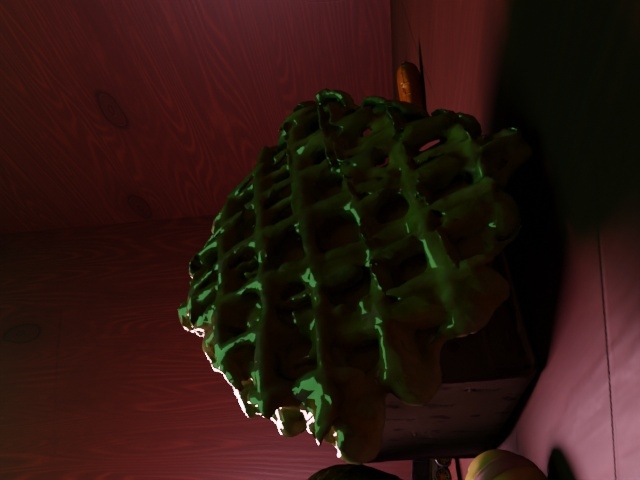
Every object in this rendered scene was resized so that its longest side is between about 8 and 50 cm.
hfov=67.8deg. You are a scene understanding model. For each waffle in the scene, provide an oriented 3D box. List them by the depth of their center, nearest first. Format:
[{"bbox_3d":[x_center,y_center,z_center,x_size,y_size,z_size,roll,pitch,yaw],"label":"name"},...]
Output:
[{"bbox_3d":[0.000,0.000,0.396,0.073,0.317,0.298,36,-99,-40],"label":"waffle"}]

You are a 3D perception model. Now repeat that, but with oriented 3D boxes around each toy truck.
[{"bbox_3d":[0.222,0.439,0.979,0.192,0.092,0.083,-75,-21,-46],"label":"toy truck"}]

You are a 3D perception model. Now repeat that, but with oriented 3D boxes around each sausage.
[{"bbox_3d":[0.198,-0.308,1.031,0.062,0.054,0.184,12,-111,-49],"label":"sausage"}]

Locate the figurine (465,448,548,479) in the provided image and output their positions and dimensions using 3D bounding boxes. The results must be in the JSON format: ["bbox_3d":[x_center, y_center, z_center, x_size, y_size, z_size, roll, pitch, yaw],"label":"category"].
[{"bbox_3d":[0.149,0.235,0.384,0.083,0.082,0.188,-85,-6,-51],"label":"figurine"}]

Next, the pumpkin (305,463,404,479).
[{"bbox_3d":[0.068,0.369,0.552,0.238,0.237,0.159,78,-151,-45],"label":"pumpkin"}]

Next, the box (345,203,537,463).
[{"bbox_3d":[0.099,0.108,0.545,0.297,0.190,0.225,74,-168,-53],"label":"box"}]
